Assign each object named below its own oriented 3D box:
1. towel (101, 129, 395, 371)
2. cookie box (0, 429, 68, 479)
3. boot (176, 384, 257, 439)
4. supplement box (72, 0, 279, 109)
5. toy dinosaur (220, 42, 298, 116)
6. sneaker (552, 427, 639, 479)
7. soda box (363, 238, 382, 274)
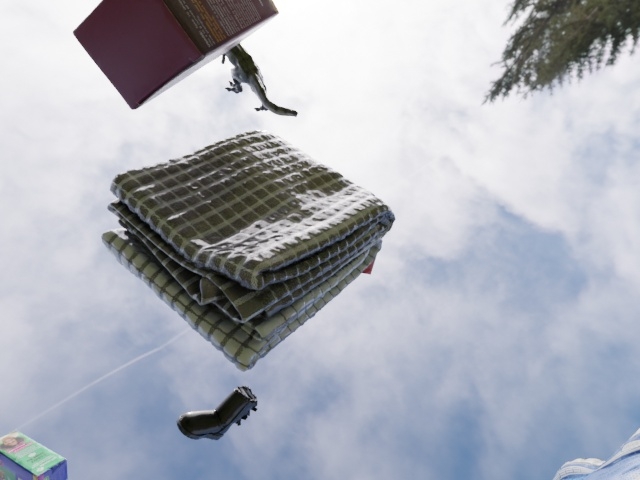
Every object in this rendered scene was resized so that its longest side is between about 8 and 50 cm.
[{"bbox_3d":[-0.072,-0.024,0.504,0.235,0.122,0.283,36,-141,20],"label":"towel"},{"bbox_3d":[-0.374,0.308,0.542,0.107,0.040,0.092,10,-77,24],"label":"cookie box"},{"bbox_3d":[-0.168,0.287,0.715,0.099,0.121,0.045,-43,-129,1],"label":"boot"},{"bbox_3d":[-0.131,-0.220,0.426,0.081,0.104,0.188,55,-146,-25],"label":"supplement box"},{"bbox_3d":[-0.134,-0.305,0.805,0.064,0.118,0.268,-33,-99,-17],"label":"toy dinosaur"},{"bbox_3d":[0.256,0.279,0.386,0.147,0.330,0.130,-26,-133,-20],"label":"sneaker"},{"bbox_3d":[0.000,0.000,0.828,0.263,0.083,0.092,12,-83,-42],"label":"soda box"}]
